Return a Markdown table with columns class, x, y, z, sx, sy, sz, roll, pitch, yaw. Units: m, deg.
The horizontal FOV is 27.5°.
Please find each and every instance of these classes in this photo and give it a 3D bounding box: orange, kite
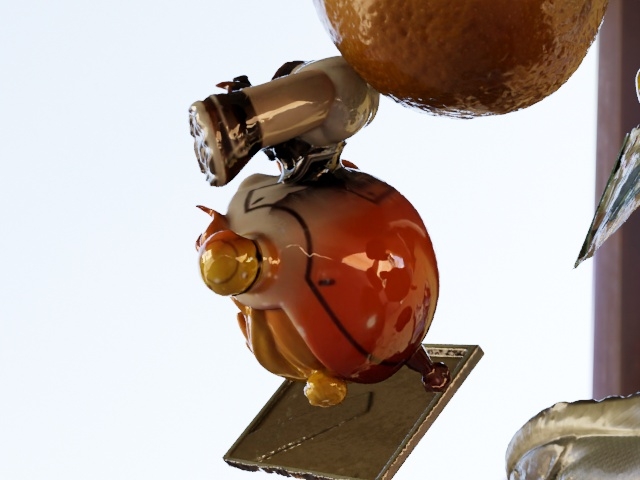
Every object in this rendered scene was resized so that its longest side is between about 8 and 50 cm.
| class | x | y | z | sx | sy | sz | roll | pitch | yaw |
| --- | --- | --- | --- | --- | --- | --- | --- | --- | --- |
| orange | 0.112 | -0.233 | 1.090 | 0.264 | 0.264 | 0.264 | 7 | -38 | 5 |
| kite | 0.429 | -0.112 | 1.686 | 0.014 | 0.368 | 0.406 | 33 | 3 | -2 |

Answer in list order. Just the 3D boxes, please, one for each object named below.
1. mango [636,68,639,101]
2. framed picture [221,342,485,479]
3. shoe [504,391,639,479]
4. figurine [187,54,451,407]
| class | x | y | z | sx | sy | sz | roll | pitch | yaw |
| --- | --- | --- | --- | --- | --- | --- | --- | --- | --- |
| mango | 0.302 | -0.126 | 0.920 | 0.161 | 0.103 | 0.076 | -27 | -65 | 22 |
| framed picture | 0.027 | 0.176 | 1.374 | 0.265 | 0.192 | 0.018 | -3 | -52 | 52 |
| shoe | 0.245 | 0.197 | 0.923 | 0.132 | 0.171 | 0.336 | 17 | -25 | -19 |
| figurine | 0.004 | -0.002 | 1.210 | 0.196 | 0.320 | 0.323 | -8 | -75 | 25 |
